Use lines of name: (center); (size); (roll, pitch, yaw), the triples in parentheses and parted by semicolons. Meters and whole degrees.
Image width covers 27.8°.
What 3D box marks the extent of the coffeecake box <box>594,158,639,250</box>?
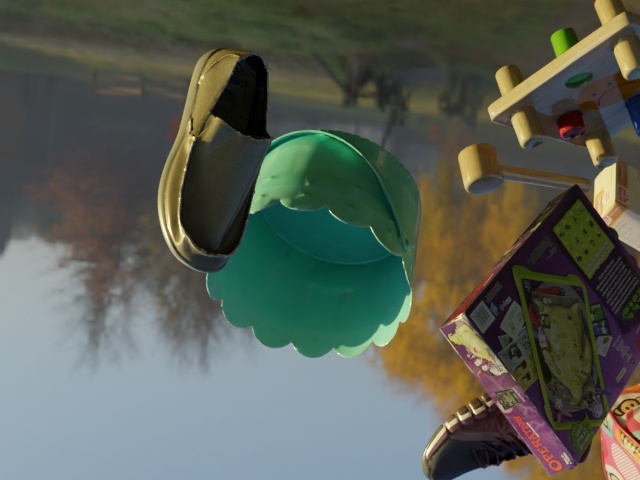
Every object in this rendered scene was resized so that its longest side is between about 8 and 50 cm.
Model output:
coffeecake box: (0.585, -0.047, 2.319); (0.185, 0.068, 0.142); (29, -141, -9)

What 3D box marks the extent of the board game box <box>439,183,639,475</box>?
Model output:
board game box: (0.284, 0.092, 1.509); (0.056, 0.208, 0.347); (-39, -179, 41)

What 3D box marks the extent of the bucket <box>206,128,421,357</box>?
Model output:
bucket: (0.000, 0.000, 1.696); (0.281, 0.281, 0.183); (7, -138, 10)

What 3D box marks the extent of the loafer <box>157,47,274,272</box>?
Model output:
loafer: (-0.104, -0.091, 1.347); (0.094, 0.251, 0.087); (13, 164, -29)

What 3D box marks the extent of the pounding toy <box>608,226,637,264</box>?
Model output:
pounding toy: (0.499, 0.074, 2.184); (0.094, 0.181, 0.206); (-34, 149, 6)

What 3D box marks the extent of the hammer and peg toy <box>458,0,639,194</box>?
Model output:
hammer and peg toy: (0.373, -0.195, 1.859); (0.266, 0.127, 0.361); (8, 147, -42)

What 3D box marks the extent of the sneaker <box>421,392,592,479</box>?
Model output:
sneaker: (0.292, 0.299, 1.910); (0.162, 0.281, 0.106); (53, -178, 42)

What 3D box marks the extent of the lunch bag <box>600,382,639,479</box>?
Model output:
lunch bag: (0.471, 0.333, 1.621); (0.120, 0.258, 0.293); (-25, -147, -13)
